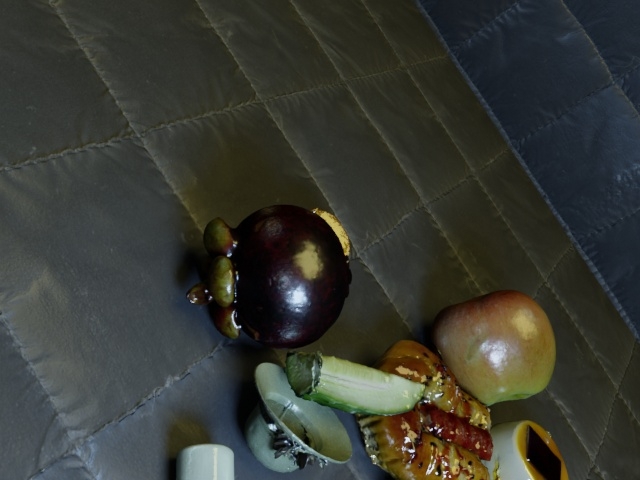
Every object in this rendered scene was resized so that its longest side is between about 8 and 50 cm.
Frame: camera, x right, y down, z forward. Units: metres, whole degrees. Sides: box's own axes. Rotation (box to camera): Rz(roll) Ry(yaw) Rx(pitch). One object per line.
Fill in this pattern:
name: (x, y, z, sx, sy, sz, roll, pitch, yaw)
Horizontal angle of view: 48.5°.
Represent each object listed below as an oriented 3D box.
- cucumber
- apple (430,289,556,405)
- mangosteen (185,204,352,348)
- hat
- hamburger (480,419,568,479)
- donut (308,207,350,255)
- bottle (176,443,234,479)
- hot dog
cucumber: (0.074, 0.309, 1.485, 0.325, 0.145, 0.105, 20, 73, -35)
apple: (0.473, 0.301, 1.949, 0.338, 0.338, 0.305, -9, 82, -51)
mangosteen: (-0.110, 0.078, 1.492, 0.347, 0.307, 0.307, -2, 60, -15)
hat: (-0.072, 0.376, 1.398, 0.257, 0.130, 0.257, 41, 10, -9)
hamburger: (0.523, 0.617, 1.873, 0.276, 0.179, 0.294, 47, 34, -17)
donut: (-0.027, 0.017, 1.757, 0.190, 0.074, 0.174, -41, 98, -28)
bottle: (-0.197, 0.480, 1.212, 0.104, 0.104, 0.245, 24, 47, -36)
hot dog: (0.251, 0.433, 1.698, 0.365, 0.196, 0.367, 41, 36, -13)
